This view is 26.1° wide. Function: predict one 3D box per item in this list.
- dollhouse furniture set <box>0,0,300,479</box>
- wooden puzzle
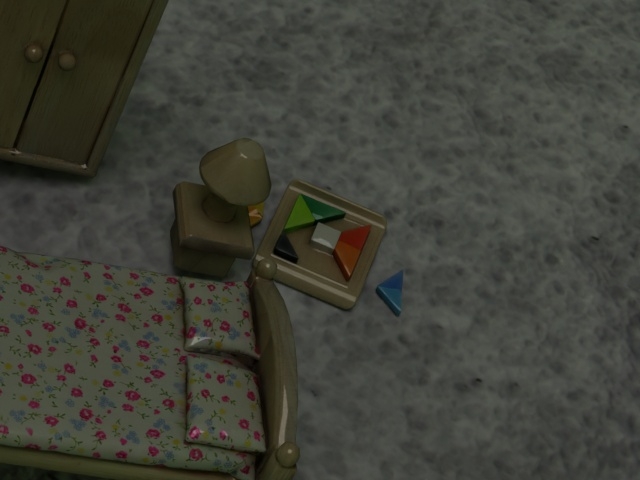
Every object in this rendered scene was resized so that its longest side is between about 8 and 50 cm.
[{"bbox_3d":[-0.144,-0.012,0.656,0.303,0.174,0.356,11,42,-22],"label":"dollhouse furniture set"},{"bbox_3d":[0.000,0.000,0.842,0.116,0.014,0.079,18,55,-4],"label":"wooden puzzle"}]
